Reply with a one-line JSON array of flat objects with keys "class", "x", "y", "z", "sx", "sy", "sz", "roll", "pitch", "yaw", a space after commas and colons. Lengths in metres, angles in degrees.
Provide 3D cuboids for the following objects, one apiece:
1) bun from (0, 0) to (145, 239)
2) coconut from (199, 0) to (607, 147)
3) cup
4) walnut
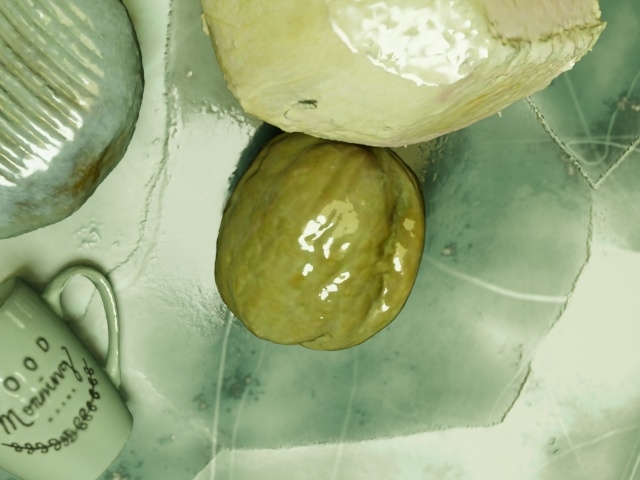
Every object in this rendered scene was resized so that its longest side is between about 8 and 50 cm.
[{"class": "bun", "x": -0.368, "y": -0.173, "z": 0.954, "sx": 0.362, "sy": 0.211, "sz": 0.362, "roll": 0, "pitch": 95, "yaw": 0}, {"class": "coconut", "x": 0.044, "y": -0.278, "z": 0.885, "sx": 0.405, "sy": 0.404, "sz": 0.404, "roll": -1, "pitch": 103, "yaw": -4}, {"class": "cup", "x": -0.330, "y": 0.161, "z": 1.077, "sx": 0.234, "sy": 0.186, "sz": 0.258, "roll": 48, "pitch": 68, "yaw": -21}, {"class": "walnut", "x": 0.000, "y": 0.000, "z": 1.021, "sx": 0.227, "sy": 0.283, "sz": 0.283, "roll": 5, "pitch": 108, "yaw": -50}]
